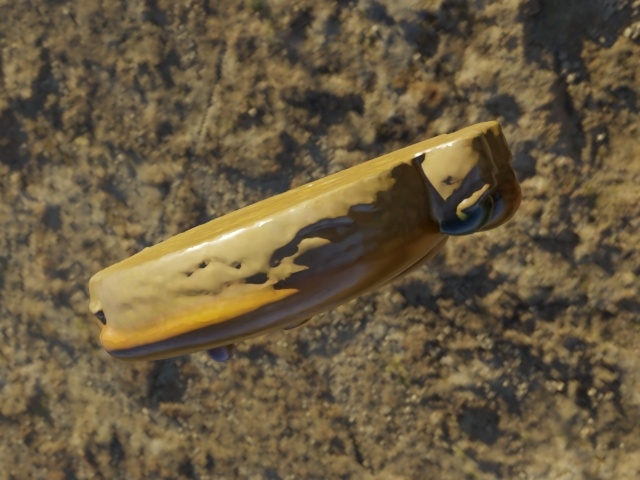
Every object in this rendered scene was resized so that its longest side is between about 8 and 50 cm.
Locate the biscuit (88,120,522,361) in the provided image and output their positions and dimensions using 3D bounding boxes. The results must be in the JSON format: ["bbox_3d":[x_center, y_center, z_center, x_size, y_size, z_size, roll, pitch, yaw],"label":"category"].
[{"bbox_3d":[0.001,0.004,0.396,0.170,0.170,0.050,-15,98,48],"label":"biscuit"}]
